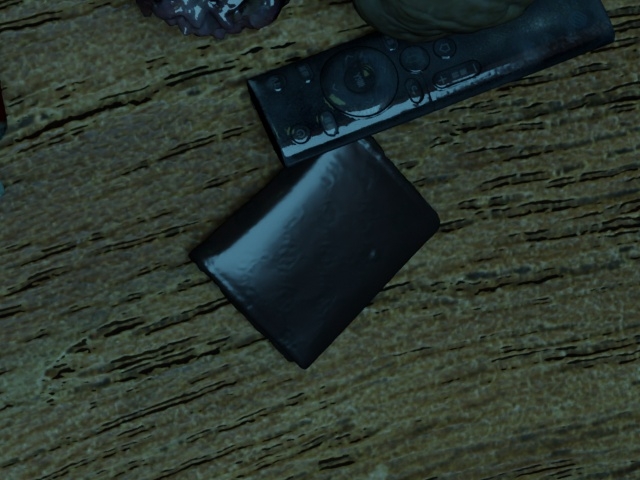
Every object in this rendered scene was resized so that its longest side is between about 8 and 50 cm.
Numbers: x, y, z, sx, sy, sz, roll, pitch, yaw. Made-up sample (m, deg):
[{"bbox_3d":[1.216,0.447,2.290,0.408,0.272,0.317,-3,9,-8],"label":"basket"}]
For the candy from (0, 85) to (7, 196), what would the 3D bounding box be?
[{"bbox_3d":[-0.355,-0.171,1.690,0.086,0.059,0.292,-9,106,-16],"label":"candy"}]

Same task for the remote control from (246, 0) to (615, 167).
[{"bbox_3d":[0.116,-0.187,1.806,0.377,0.044,0.107,-21,66,-10],"label":"remote control"}]

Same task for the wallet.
[{"bbox_3d":[0.000,0.000,1.837,0.229,0.049,0.182,-45,110,-3],"label":"wallet"}]

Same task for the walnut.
[{"bbox_3d":[0.117,-0.295,1.708,0.224,0.224,0.224,-4,104,-14],"label":"walnut"}]

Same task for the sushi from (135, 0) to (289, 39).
[{"bbox_3d":[-0.104,-0.326,1.662,0.236,0.171,0.270,17,103,-19],"label":"sushi"}]
